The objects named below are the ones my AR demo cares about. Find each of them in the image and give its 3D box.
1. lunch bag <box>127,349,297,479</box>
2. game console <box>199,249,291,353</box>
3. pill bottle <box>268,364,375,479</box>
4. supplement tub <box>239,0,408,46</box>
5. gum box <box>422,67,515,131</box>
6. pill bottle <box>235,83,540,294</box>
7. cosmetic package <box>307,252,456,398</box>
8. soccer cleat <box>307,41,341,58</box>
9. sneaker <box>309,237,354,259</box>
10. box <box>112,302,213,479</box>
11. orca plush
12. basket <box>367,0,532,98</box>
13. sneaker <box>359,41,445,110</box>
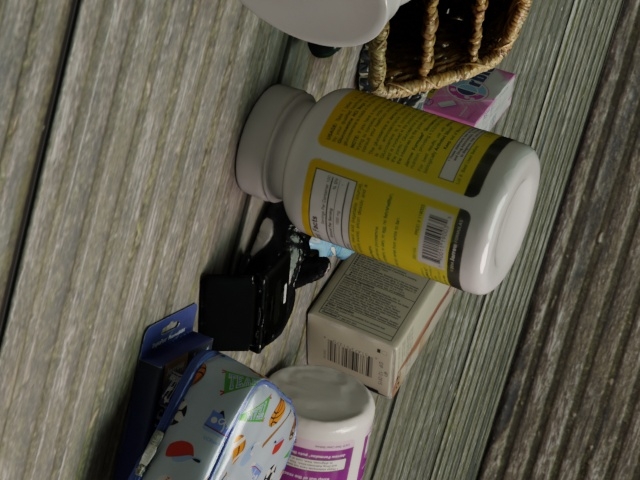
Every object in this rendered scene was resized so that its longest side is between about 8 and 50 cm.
[{"bbox_3d":[-0.132,0.271,1.905,0.243,0.115,0.303,-63,162,-11],"label":"lunch bag"},{"bbox_3d":[-0.093,0.074,1.983,0.107,0.071,0.122,-48,152,-46],"label":"game console"},{"bbox_3d":[-0.025,0.345,2.305,0.169,0.169,0.302,-39,144,-57],"label":"pill bottle"},{"bbox_3d":[0.047,-0.389,1.649,0.331,0.241,0.241,-61,160,-25],"label":"supplement tub"},{"bbox_3d":[0.224,-0.214,2.541,0.188,0.107,0.062,-49,152,-47],"label":"gum box"},{"bbox_3d":[0.077,-0.072,1.905,0.188,0.334,0.188,-55,156,-38],"label":"pill bottle"},{"bbox_3d":[0.109,0.078,2.446,0.296,0.153,0.129,-54,157,-37],"label":"cosmetic package"},{"bbox_3d":[0.018,-0.308,1.952,0.072,0.060,0.179,52,53,-58],"label":"soccer cleat"},{"bbox_3d":[0.000,0.000,2.226,0.073,0.063,0.162,-52,156,0],"label":"sneaker"},{"bbox_3d":[-0.186,0.196,1.906,0.136,0.036,0.225,-27,132,-64],"label":"box"},{"bbox_3d":[-0.023,0.013,2.074,0.287,0.102,0.151,-66,161,-12],"label":"orca plush"},{"bbox_3d":[0.175,-0.341,2.002,0.223,0.213,0.299,-86,-178,-50],"label":"basket"},{"bbox_3d":[0.099,-0.206,2.248,0.122,0.110,0.283,-70,178,-76],"label":"sneaker"}]
